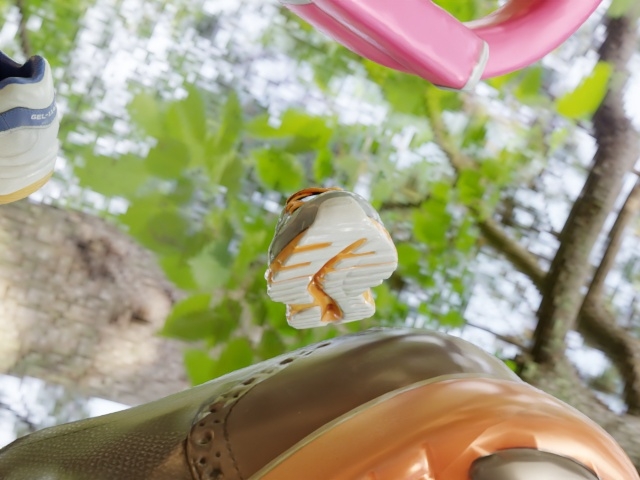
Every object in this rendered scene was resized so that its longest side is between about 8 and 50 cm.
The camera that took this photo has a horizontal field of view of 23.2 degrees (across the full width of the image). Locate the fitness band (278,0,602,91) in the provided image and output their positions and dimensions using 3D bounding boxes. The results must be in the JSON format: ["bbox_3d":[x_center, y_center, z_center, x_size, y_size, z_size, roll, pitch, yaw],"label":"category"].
[{"bbox_3d":[0.043,-0.187,0.653,0.054,0.291,0.209,19,-100,49],"label":"fitness band"}]

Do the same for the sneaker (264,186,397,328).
[{"bbox_3d":[0.000,0.000,1.041,0.215,0.084,0.083,106,-23,-74],"label":"sneaker"}]

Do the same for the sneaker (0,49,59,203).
[{"bbox_3d":[-0.329,-0.152,1.235,0.112,0.296,0.131,-54,166,-47],"label":"sneaker"}]

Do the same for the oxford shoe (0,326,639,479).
[{"bbox_3d":[-0.094,0.137,0.409,0.364,0.130,0.133,-26,-156,-11],"label":"oxford shoe"}]
